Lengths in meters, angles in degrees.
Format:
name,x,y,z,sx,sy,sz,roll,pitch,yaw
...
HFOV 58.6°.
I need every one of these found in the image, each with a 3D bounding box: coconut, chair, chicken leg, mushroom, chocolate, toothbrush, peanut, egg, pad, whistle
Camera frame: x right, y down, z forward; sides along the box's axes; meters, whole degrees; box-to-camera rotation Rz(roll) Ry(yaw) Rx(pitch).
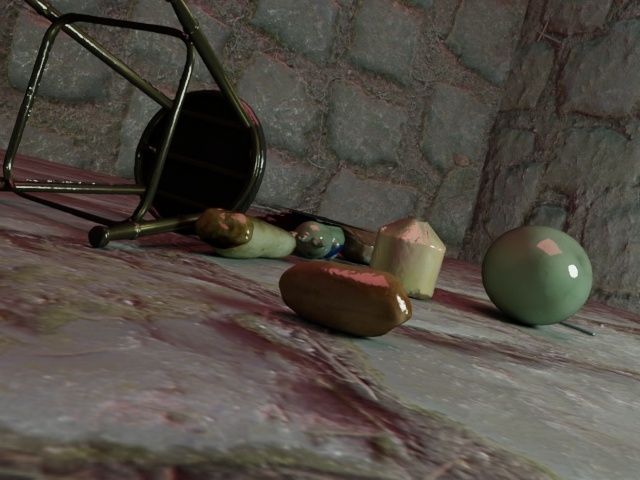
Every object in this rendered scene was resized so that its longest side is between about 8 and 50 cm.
name,x,y,z,sx,sy,sz,roll,pitch,yaw
coconut,0.173,0.029,1.124,0.147,0.153,0.147,12,5,-1
chair,-0.318,-0.180,0.990,0.364,0.362,0.410,16,-1,22
chicken leg,-0.152,-0.035,1.441,0.304,0.093,0.113,6,-12,-13
mushroom,-0.128,-0.004,1.045,0.099,0.081,0.312,21,1,14
chocolate,0.137,0.028,1.602,0.157,0.080,0.253,34,16,37
toothbrush,0.571,0.192,1.322,0.011,0.014,0.167,-5,10,-19
peanut,0.026,0.063,0.627,0.152,0.076,0.076,11,3,12
egg,0.437,0.069,1.165,0.202,0.203,0.282,15,3,5
pad,0.013,-0.053,1.435,0.163,0.004,0.243,19,5,32
whistle,0.000,0.000,1.366,0.110,0.092,0.244,14,5,21
